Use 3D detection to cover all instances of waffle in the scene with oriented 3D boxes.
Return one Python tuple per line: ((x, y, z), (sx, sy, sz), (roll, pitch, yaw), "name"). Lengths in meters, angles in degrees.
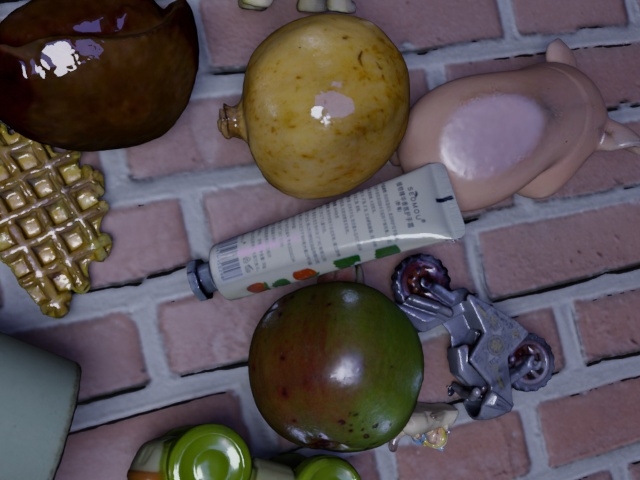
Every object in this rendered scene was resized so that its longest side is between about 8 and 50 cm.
((-0.292, -0.028, 0.665), (0.191, 0.046, 0.161), (25, 80, -12), "waffle")

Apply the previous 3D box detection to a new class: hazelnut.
((-0.214, -0.163, 0.629), (0.201, 0.170, 0.161), (3, 84, -37), "hazelnut")

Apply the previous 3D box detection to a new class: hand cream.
((0.000, 0.000, 0.684), (0.275, 0.059, 0.095), (-18, 55, 12), "hand cream")

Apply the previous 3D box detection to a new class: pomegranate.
((-0.007, -0.130, 0.686), (0.196, 0.196, 0.196), (1, 86, -16), "pomegranate")
((0.019, 0.104, 0.692), (0.179, 0.180, 0.210), (21, 51, -13), "pomegranate")

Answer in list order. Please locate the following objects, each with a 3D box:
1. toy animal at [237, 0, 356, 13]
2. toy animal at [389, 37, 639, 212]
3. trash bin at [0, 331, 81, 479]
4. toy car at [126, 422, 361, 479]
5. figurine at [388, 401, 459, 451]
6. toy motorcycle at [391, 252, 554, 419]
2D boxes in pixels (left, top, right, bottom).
((-0.034, -0.310, 0.698), (0.121, 0.233, 0.169), (-1, 121, -13), "toy animal")
((0.203, -0.119, 0.757), (0.250, 0.154, 0.167), (-21, 84, -19), "toy animal")
((-0.423, 0.128, 0.482), (0.431, 0.280, 0.281), (25, 80, -22), "trash bin")
((-0.081, 0.291, 0.632), (0.235, 0.145, 0.235), (6, 73, -19), "toy car")
((0.113, 0.208, 0.770), (0.083, 0.047, 0.051), (6, 100, -23), "figurine")
((0.155, 0.113, 0.769), (0.215, 0.080, 0.123), (36, 75, -5), "toy motorcycle")
